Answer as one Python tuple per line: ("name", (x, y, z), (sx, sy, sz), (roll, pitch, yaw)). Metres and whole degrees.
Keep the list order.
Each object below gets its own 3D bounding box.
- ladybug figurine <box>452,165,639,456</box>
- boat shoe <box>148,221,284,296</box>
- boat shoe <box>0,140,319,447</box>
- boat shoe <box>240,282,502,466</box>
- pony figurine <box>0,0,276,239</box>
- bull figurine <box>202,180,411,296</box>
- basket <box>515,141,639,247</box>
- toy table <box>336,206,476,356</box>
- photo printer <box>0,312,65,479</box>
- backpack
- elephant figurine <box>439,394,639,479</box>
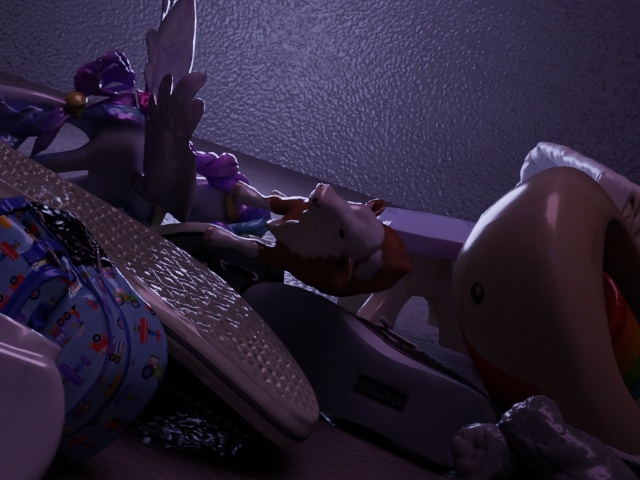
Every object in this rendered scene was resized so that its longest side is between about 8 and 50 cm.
("ladybug figurine", (0.273, 0.109, 1.125), (0.162, 0.305, 0.449), (-11, -42, 29))
("boat shoe", (-0.136, 0.059, 1.151), (0.340, 0.127, 0.113), (15, 52, -67))
("boat shoe", (-0.228, 0.051, 0.923), (0.500, 0.156, 0.187), (31, 9, 3))
("boat shoe", (0.053, 0.134, 1.083), (0.306, 0.113, 0.105), (21, 3, 18))
("pony figurine", (-0.227, -0.107, 1.181), (0.363, 0.351, 0.303), (-1, 47, -3))
("bull figurine", (0.000, 0.000, 1.070), (0.188, 0.101, 0.310), (18, -5, 19))
("basket", (0.392, 0.067, 1.440), (0.266, 0.331, 0.328), (20, 10, -7))
("toy table", (0.138, 0.053, 1.424), (0.252, 0.161, 0.274), (-2, 15, -37))
("photo printer", (-0.282, 0.072, 0.548), (0.256, 0.107, 0.307), (22, -19, -17))
("backpack", (-0.208, 0.073, 0.757), (0.173, 0.158, 0.117), (46, 5, 20))
("elephant figurine", (0.205, 0.219, 0.858), (0.239, 0.169, 0.186), (31, 25, -57))
